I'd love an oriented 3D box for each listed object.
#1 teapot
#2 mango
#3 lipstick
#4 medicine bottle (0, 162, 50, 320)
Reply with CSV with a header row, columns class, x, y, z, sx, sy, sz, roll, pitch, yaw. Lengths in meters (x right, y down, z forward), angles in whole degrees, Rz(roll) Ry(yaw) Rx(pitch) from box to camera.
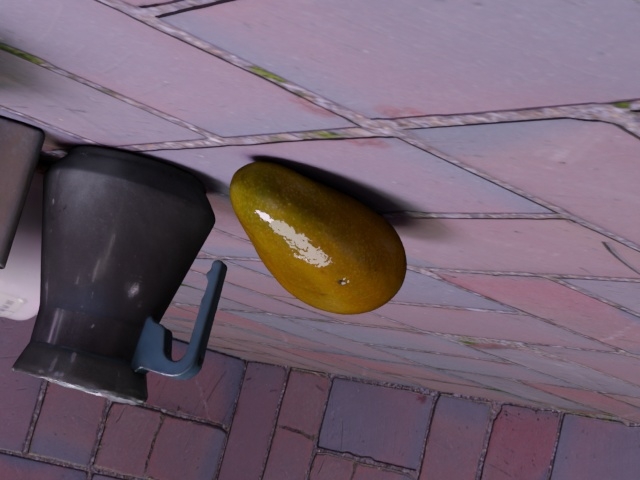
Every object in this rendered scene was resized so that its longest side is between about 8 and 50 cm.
class,x,y,z,sx,sy,sz,roll,pitch,yaw
teapot,-0.189,0.040,1.249,0.203,0.225,0.171,10,171,22
mango,0.000,0.000,1.155,0.136,0.099,0.227,16,165,34
lipstick,-0.329,0.011,1.210,0.077,0.253,0.079,16,172,-11
medicine bottle,-0.339,-0.009,1.365,0.293,0.170,0.170,18,170,-30
